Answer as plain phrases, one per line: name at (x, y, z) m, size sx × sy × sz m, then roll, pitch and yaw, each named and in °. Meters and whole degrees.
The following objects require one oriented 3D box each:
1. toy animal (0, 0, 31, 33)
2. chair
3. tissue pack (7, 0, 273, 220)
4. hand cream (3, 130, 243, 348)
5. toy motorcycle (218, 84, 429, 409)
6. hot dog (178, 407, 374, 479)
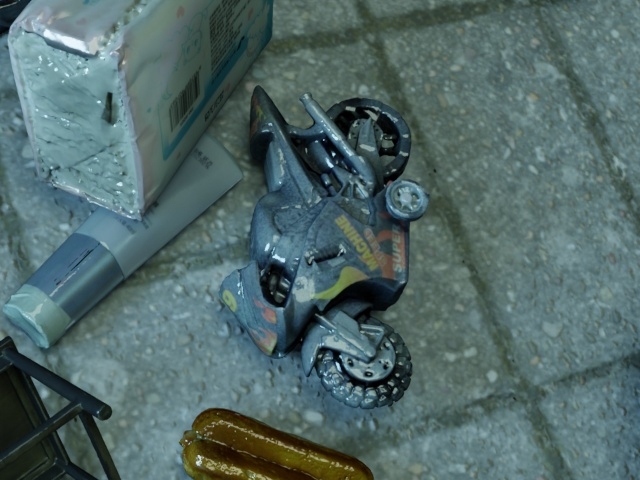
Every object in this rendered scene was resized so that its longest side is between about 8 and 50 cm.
toy animal at (-0.272, -0.246, 1.247) m, size 0.117 × 0.121 × 0.210 m, roll -29°, pitch 49°, yaw 18°
chair at (-0.264, 0.163, 1.016) m, size 0.154 × 0.141 × 0.260 m, roll -36°, pitch 35°, yaw -28°
tissue pack at (-0.141, -0.181, 1.153) m, size 0.124 × 0.201 × 0.271 m, roll 16°, pitch 51°, yaw 17°
hand cream at (-0.169, -0.010, 1.171) m, size 0.079 × 0.048 × 0.255 m, roll 43°, pitch 58°, yaw 0°
toy motorcycle at (0.000, 0.000, 1.186) m, size 0.173 × 0.108 × 0.307 m, roll 5°, pitch 62°, yaw -9°
hot dog at (-0.038, 0.190, 1.115) m, size 0.165 × 0.045 × 0.071 m, roll 21°, pitch 63°, yaw -6°
